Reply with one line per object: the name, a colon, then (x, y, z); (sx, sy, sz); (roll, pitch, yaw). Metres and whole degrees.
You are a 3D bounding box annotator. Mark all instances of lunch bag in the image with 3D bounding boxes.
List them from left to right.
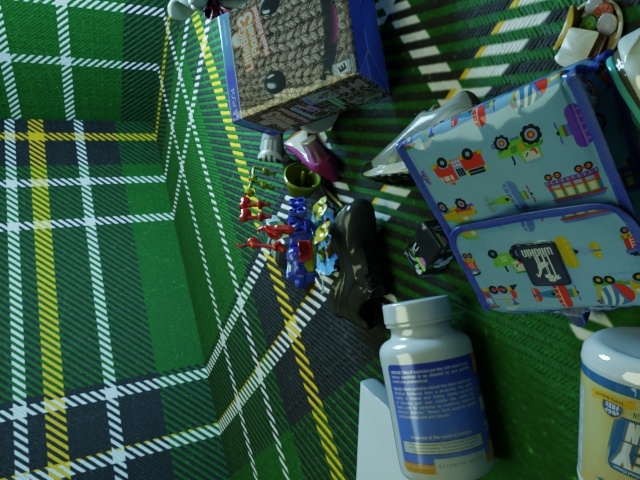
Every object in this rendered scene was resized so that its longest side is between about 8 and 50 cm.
lunch bag: (0.262, -0.033, 0.586); (0.221, 0.138, 0.293); (-16, 102, 48)

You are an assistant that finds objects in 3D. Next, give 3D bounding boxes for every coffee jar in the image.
coffee jar: (-0.114, 0.005, 1.411); (0.184, 0.079, 0.096); (47, 132, 51)

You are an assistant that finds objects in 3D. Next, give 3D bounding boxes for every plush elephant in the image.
plush elephant: (-0.310, -0.733, 1.454); (0.330, 0.256, 0.271); (61, 145, 38)

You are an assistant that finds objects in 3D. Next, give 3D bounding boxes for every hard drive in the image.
hard drive: (0.152, 0.503, 1.022); (0.233, 0.047, 0.352); (26, 119, 60)

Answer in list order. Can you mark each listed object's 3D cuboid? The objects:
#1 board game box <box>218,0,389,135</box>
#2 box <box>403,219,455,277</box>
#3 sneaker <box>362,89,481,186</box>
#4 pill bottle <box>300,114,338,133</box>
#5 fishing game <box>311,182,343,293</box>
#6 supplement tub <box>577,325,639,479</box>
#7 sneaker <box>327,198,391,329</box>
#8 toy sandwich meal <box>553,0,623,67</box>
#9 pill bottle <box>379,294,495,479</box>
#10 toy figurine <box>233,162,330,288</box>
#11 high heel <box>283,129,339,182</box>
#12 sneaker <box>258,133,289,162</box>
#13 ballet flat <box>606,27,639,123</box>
board game box: (-0.037, -0.369, 0.971); (0.291, 0.141, 0.231); (-12, 84, 30)
box: (0.192, 0.014, 0.837); (0.062, 0.052, 0.083); (64, 146, 33)
sneaker: (0.170, -0.157, 0.816); (0.272, 0.100, 0.107); (-18, 69, 57)
pill bottle: (-0.050, -0.337, 1.173); (0.208, 0.118, 0.117); (43, 132, 52)
fishing game: (0.000, 0.000, 1.231); (0.189, 0.041, 0.263); (-123, 37, -46)
supplement tub: (0.337, 0.199, 0.485); (0.144, 0.145, 0.199); (11, 105, 62)
sneaker: (0.093, 0.054, 1.012); (0.130, 0.109, 0.286); (30, 129, 47)
toy sandwich meal: (0.311, -0.241, 0.575); (0.086, 0.029, 0.085); (21, 114, 61)
pill bottle: (0.180, 0.231, 0.794); (0.152, 0.153, 0.271); (-23, 74, 62)
toy figurine: (-0.075, -0.006, 1.128); (0.362, 0.192, 0.217); (-96, 1, -55)
high heel: (-0.020, -0.213, 1.219); (0.117, 0.082, 0.244); (58, 170, -23)
sneaker: (-0.123, -0.280, 1.333); (0.228, 0.086, 0.132); (-117, 31, -78)
ballet flat: (0.376, -0.033, 0.402); (0.139, 0.139, 0.399); (-42, 57, 58)
